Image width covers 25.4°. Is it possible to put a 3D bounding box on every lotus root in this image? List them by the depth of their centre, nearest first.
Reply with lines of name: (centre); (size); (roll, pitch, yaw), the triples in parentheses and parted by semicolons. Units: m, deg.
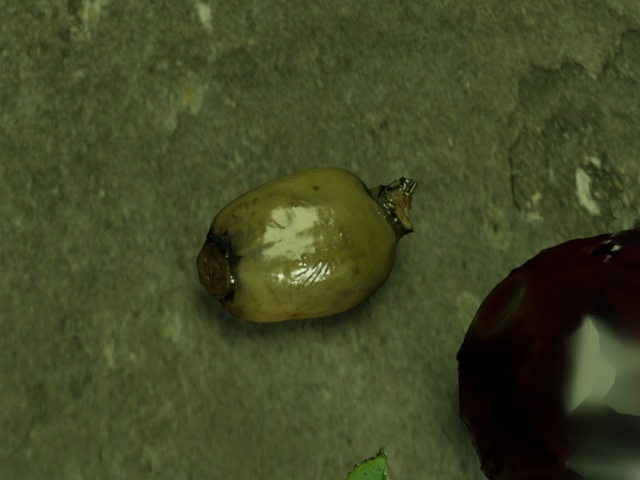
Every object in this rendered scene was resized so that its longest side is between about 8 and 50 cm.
lotus root: (0.000, 0.000, 1.238); (0.221, 0.125, 0.118); (-17, 30, -22)

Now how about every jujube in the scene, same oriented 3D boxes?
jujube: (0.280, 0.110, 1.147); (0.377, 0.258, 0.258); (-9, 52, -38)

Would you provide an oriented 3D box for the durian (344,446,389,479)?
durian: (0.015, 0.259, 1.029); (0.086, 0.100, 0.215); (15, 59, -4)
